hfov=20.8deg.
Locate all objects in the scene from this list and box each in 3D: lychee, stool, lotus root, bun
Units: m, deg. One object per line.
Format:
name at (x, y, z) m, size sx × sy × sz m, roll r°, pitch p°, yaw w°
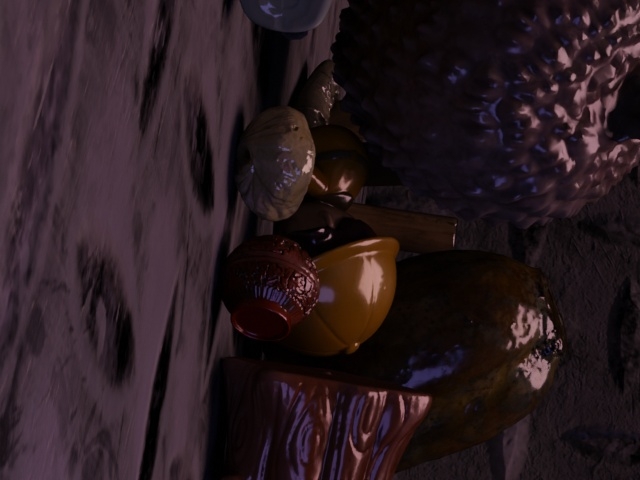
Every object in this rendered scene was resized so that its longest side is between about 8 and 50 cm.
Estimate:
lychee at (0.210, -0.207, 1.939) m, size 0.380 × 0.432 × 0.380 m, roll -31°, pitch 135°, yaw -37°
stool at (0.068, -0.051, 2.264) m, size 0.310 × 0.226 × 0.310 m, roll -72°, pitch 167°, yaw -62°
lotus root at (0.118, 0.138, 2.054) m, size 0.250 × 0.346 × 0.250 m, roll -22°, pitch 90°, yaw -85°
bun at (-0.050, -0.077, 1.712) m, size 0.115 × 0.069 × 0.115 m, roll -170°, pitch -90°, yaw -74°

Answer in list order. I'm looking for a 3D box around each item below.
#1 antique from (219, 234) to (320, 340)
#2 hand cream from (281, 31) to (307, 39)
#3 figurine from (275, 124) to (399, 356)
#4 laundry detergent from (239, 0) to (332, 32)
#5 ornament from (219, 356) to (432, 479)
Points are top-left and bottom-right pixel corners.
antique at (-0.049, 0.042, 1.688) m, size 0.104 × 0.104 × 0.104 m, roll 6°, pitch 90°, yaw -85°
hand cream at (-0.024, -0.307, 1.938) m, size 0.067 × 0.042 × 0.194 m, roll 75°, pitch 15°, yaw -55°
figurine at (0.005, 0.000, 1.915) m, size 0.192 × 0.167 × 0.257 m, roll 46°, pitch 47°, yaw -67°
laundry detergent at (-0.014, -0.342, 1.599) m, size 0.280 × 0.105 × 0.215 m, roll -81°, pitch 175°, yaw -49°
ornament at (-0.008, 0.244, 1.807) m, size 0.235 × 0.221 × 0.218 m, roll 16°, pitch 84°, yaw -77°
